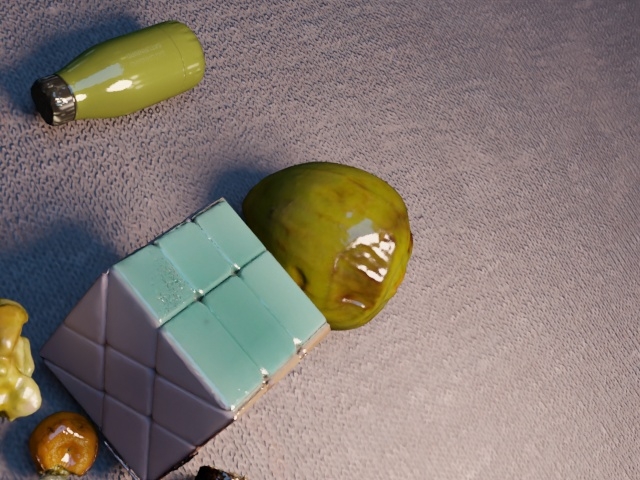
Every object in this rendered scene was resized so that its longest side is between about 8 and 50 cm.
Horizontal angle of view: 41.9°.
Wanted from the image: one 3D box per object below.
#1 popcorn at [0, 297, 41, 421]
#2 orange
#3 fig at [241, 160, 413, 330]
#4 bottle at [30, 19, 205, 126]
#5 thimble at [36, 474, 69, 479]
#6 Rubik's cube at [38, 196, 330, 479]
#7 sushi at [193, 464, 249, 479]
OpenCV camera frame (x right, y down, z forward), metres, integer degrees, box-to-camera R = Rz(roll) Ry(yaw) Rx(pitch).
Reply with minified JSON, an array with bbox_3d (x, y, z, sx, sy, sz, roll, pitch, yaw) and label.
[{"bbox_3d":[-0.444,0.134,0.917,0.259,0.212,0.259,11,70,-33],"label":"popcorn"},{"bbox_3d":[-0.315,0.248,1.024,0.086,0.062,0.086,-6,101,-33],"label":"orange"},{"bbox_3d":[0.000,0.000,1.229,0.271,0.239,0.239,27,52,18],"label":"fig"},{"bbox_3d":[-0.299,-0.242,1.239,0.260,0.112,0.112,-31,84,-36],"label":"bottle"},{"bbox_3d":[-0.313,0.334,0.984,0.084,0.062,0.110,-31,84,-37],"label":"thimble"},{"bbox_3d":[-0.170,0.123,1.041,0.231,0.221,0.224,50,39,2],"label":"Rubik's cube"},{"bbox_3d":[-0.104,0.350,1.079,0.150,0.090,0.078,33,59,-13],"label":"sushi"}]
